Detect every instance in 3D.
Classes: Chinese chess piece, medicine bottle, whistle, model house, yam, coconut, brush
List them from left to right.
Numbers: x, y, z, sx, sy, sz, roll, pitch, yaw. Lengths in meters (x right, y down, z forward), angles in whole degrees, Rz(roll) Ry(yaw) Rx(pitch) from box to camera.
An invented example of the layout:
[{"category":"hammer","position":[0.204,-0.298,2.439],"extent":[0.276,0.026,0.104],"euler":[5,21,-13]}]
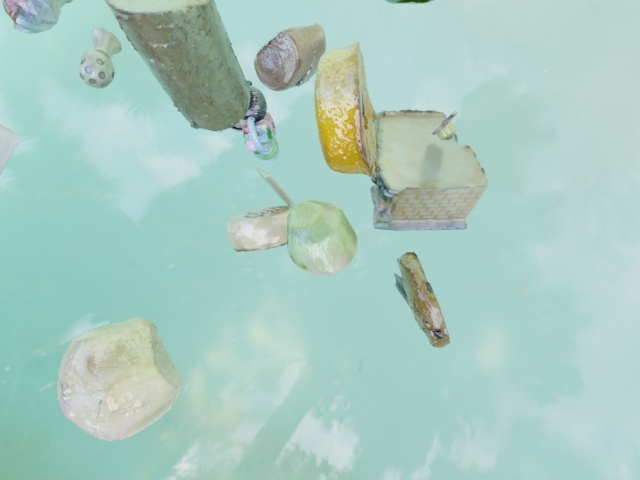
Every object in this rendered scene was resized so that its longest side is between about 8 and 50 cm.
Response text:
[{"category":"whistle","position":[-0.845,-0.731,1.239],"extent":[0.133,0.346,0.142],"euler":[16,130,-16]},{"category":"coconut","position":[-0.535,0.360,1.060],"extent":[0.297,0.254,0.297],"euler":[20,121,37]},{"category":"yam","position":[-0.249,-0.356,0.774],"extent":[0.168,0.168,0.304],"euler":[28,164,17]},{"category":"Chinese chess piece","position":[-0.192,-0.044,1.422],"extent":[0.270,0.270,0.112],"euler":[-2,105,30]},{"category":"coconut","position":[0.000,0.000,1.178],"extent":[0.236,0.204,0.236],"euler":[34,155,18]},{"category":"medicine bottle","position":[0.318,0.179,1.517],"extent":[0.057,0.199,0.058],"euler":[-7,121,-12]},{"category":"model house","position":[0.354,-0.228,1.619],"extent":[0.395,0.445,0.400],"euler":[-6,145,-7]},{"category":"brush","position":[0.426,-0.374,1.347],"extent":[0.072,0.313,0.067],"euler":[-44,88,12]}]

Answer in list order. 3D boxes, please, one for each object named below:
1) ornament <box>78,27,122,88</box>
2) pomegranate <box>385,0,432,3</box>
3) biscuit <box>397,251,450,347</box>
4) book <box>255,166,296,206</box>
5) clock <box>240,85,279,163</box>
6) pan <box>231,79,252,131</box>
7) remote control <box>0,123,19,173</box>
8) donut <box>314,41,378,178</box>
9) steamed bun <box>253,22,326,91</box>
[{"category":"ornament","position":[-0.512,-0.416,0.941],"extent":[0.081,0.156,0.075],"euler":[-14,148,13]},{"category":"pomegranate","position":[0.164,-0.545,0.779],"extent":[0.187,0.225,0.187],"euler":[-3,106,-10]},{"category":"biscuit","position":[0.293,0.173,1.188],"extent":[0.075,0.296,0.296],"euler":[-20,100,8]},{"category":"book","position":[-0.177,-0.206,1.668],"extent":[0.025,0.282,0.215],"euler":[-41,115,-3]},{"category":"clock","position":[-0.190,-0.347,1.215],"extent":[0.100,0.195,0.194],"euler":[-15,75,4]},{"category":"pan","position":[-0.330,-0.571,1.719],"extent":[0.136,0.028,0.235],"euler":[19,130,-15]},{"category":"remote control","position":[-0.582,-0.088,0.635],"extent":[0.034,0.103,0.250],"euler":[2,69,36]},{"category":"donut","position":[0.037,-0.183,0.595],"extent":[0.074,0.174,0.190],"euler":[-3,145,15]},{"category":"steamed bun","position":[-0.110,-0.746,1.704],"extent":[0.301,0.251,0.199],"euler":[-15,100,52]}]
